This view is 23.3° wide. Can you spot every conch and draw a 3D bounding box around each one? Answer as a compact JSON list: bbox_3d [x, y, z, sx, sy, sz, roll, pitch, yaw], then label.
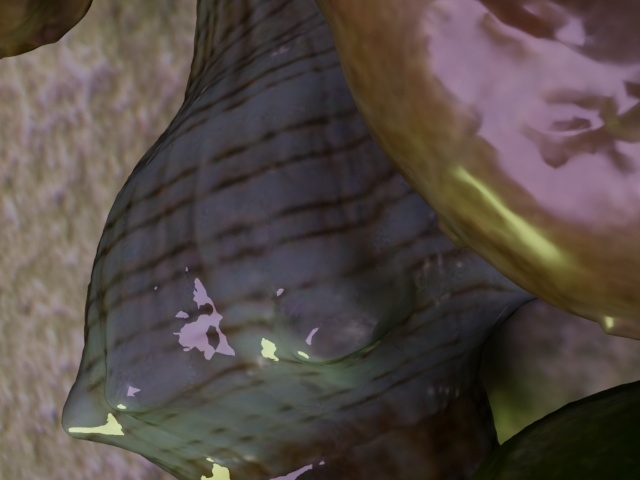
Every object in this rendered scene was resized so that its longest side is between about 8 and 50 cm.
[{"bbox_3d":[-0.002,0.005,0.568,0.203,0.169,0.386,-5,106,12],"label":"conch"}]

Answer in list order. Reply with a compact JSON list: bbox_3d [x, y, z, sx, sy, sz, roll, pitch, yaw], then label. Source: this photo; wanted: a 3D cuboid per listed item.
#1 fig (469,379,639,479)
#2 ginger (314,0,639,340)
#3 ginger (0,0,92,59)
[{"bbox_3d":[0.137,0.163,0.510,0.203,0.203,0.235,18,136,33],"label":"fig"},{"bbox_3d":[0.117,-0.124,0.429,0.244,0.155,0.304,34,123,21],"label":"ginger"},{"bbox_3d":[-0.227,-0.209,0.666,0.375,0.176,0.256,34,108,25],"label":"ginger"}]
